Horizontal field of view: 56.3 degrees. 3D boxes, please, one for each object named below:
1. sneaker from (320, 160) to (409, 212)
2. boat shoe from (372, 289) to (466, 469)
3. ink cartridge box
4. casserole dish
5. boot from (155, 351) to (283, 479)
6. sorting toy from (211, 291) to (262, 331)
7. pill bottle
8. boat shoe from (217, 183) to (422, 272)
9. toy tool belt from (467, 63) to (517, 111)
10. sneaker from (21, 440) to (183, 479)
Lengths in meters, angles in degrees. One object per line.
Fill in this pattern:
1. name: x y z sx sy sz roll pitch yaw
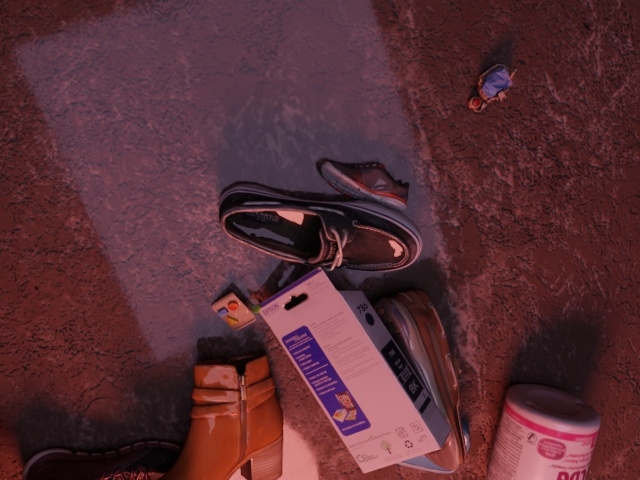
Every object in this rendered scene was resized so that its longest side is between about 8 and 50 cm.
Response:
1. sneaker: 0.075 -0.101 0.977 0.158 0.061 0.065 25 75 -16
2. boat shoe: 0.192 0.234 1.016 0.116 0.123 0.324 -25 102 -31
3. ink cartridge box: 0.049 0.202 0.960 0.165 0.065 0.332 -32 91 35
4. casserole dish: 0.193 0.369 1.094 0.188 0.037 0.114 17 98 -11
5. boot: -0.184 0.308 0.956 0.283 0.109 0.220 -9 96 -29
6. sorting toy: -0.136 0.114 0.983 0.083 0.012 0.062 -31 105 31
7. pill bottle: 0.384 0.417 1.069 0.160 0.160 0.283 7 101 -10
8. boat shoe: 0.000 0.000 0.936 0.335 0.119 0.121 9 115 -6
9. toy tool belt: 0.279 -0.247 0.970 0.083 0.051 0.052 -45 104 3
10. sneaker: -0.346 0.410 0.956 0.281 0.162 0.106 -2 102 -8
